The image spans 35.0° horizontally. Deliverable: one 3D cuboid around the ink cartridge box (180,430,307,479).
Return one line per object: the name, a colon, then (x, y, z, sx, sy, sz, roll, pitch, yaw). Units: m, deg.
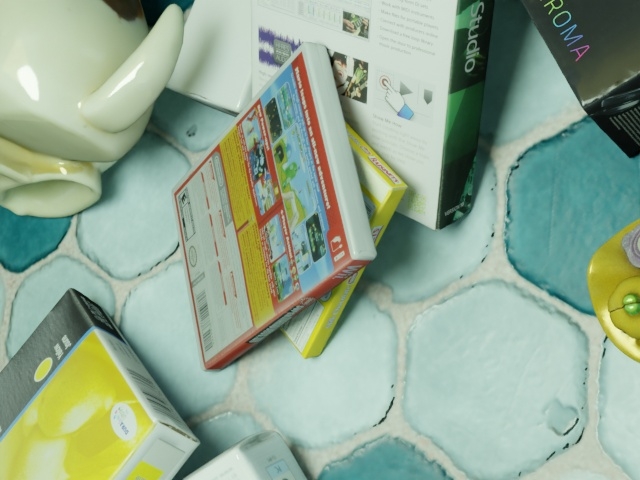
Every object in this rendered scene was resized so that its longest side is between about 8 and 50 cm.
ink cartridge box: (-0.072, 0.411, 0.896, 0.308, 0.091, 0.385, -36, 78, 19)

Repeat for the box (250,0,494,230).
box: (0.037, -0.193, 0.870, 0.232, 0.058, 0.322, 27, 130, 34)

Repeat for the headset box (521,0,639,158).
headset box: (0.292, -0.250, 0.783, 0.283, 0.131, 0.246, -32, 64, 22)

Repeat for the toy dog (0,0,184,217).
toy dog: (-0.295, -0.279, 1.061, 0.395, 0.284, 0.408, -15, 62, 46)

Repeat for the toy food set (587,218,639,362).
toy food set: (0.296, 0.010, 0.749, 0.218, 0.071, 0.128, -31, 63, 22)

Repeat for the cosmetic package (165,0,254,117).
cosmetic package: (-0.058, -0.239, 1.032, 0.117, 0.085, 0.231, 24, 93, 35)

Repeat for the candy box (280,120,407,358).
candy box: (0.000, 0.000, 0.918, 0.105, 0.027, 0.206, 51, 131, 32)

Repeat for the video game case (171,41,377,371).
video game case: (-0.057, -0.020, 0.937, 0.285, 0.025, 0.204, -39, 57, 49)

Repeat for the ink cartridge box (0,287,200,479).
ink cartridge box: (-0.279, 0.230, 0.971, 0.307, 0.072, 0.303, -50, 35, -3)
